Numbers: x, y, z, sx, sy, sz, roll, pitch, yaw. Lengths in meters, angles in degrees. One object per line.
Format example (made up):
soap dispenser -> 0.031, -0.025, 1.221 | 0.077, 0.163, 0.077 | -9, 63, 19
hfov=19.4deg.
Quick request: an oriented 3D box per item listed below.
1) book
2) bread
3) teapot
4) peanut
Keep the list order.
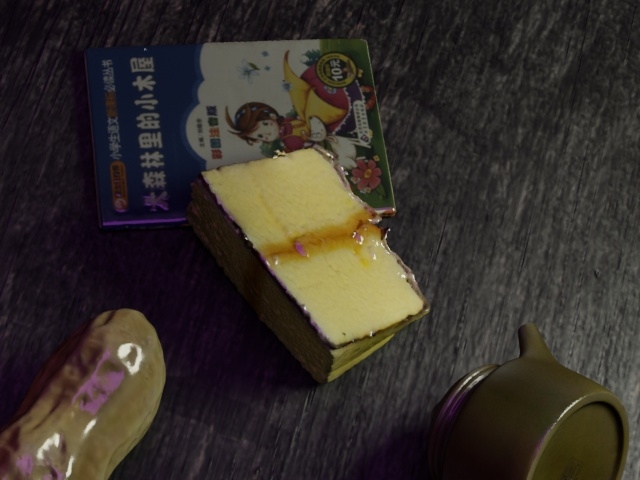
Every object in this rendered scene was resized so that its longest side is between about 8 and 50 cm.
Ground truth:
book -> -0.089, -0.119, 2.045 | 0.322, 0.018, 0.228 | -4, 63, -10
bread -> 0.000, 0.000, 1.921 | 0.178, 0.135, 0.240 | -34, 77, -20
teapot -> 0.178, 0.213, 1.834 | 0.175, 0.185, 0.267 | 22, 88, 41
peanut -> -0.246, 0.200, 1.783 | 0.149, 0.149, 0.313 | 29, 62, 7
